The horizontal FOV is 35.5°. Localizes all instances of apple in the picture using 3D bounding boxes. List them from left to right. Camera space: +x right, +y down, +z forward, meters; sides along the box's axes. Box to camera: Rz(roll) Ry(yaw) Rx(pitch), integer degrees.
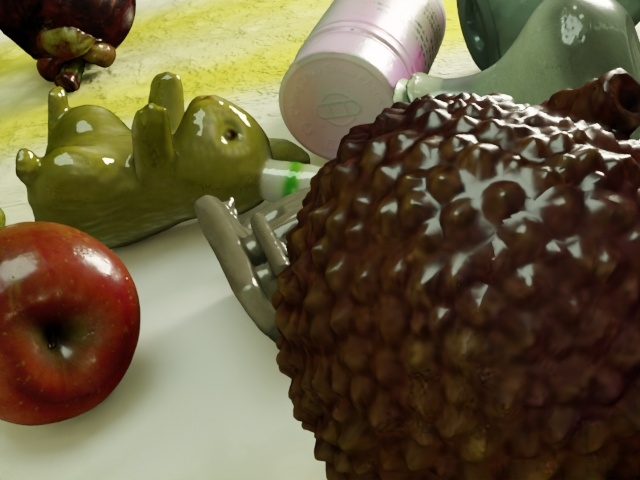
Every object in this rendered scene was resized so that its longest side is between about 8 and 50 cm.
[{"bbox_3d":[-0.254,0.073,0.896,0.181,0.181,0.168,-36,15,-28],"label":"apple"}]

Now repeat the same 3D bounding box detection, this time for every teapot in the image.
[{"bbox_3d":[0.209,-0.155,1.050,0.250,0.183,0.183,-12,31,27],"label":"teapot"}]

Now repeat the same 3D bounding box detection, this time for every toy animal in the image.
[{"bbox_3d":[-0.145,-0.096,1.095,0.362,0.180,0.181,-12,27,3],"label":"toy animal"}]

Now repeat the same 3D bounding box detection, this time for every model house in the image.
[{"bbox_3d":[-0.003,0.008,0.927,0.188,0.122,0.229,-20,31,-8],"label":"model house"}]

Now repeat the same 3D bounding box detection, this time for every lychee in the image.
[{"bbox_3d":[0.117,0.042,0.649,0.306,0.330,0.306,21,12,-5],"label":"lychee"}]

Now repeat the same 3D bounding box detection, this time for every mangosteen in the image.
[{"bbox_3d":[-0.409,-0.359,1.613,0.228,0.228,0.265,-13,72,5],"label":"mangosteen"}]

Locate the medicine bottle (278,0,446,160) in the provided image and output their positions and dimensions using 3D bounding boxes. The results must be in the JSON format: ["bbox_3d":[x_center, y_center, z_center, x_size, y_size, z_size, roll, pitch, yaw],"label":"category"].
[{"bbox_3d":[0.057,-0.220,1.220,0.152,0.152,0.254,-1,35,23],"label":"medicine bottle"}]

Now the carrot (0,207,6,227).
[{"bbox_3d":[-0.419,0.054,1.090,0.074,0.074,0.358,-9,32,11],"label":"carrot"}]

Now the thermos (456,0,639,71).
[{"bbox_3d":[0.327,-0.295,1.238,0.286,0.145,0.182,-16,62,-2],"label":"thermos"}]
